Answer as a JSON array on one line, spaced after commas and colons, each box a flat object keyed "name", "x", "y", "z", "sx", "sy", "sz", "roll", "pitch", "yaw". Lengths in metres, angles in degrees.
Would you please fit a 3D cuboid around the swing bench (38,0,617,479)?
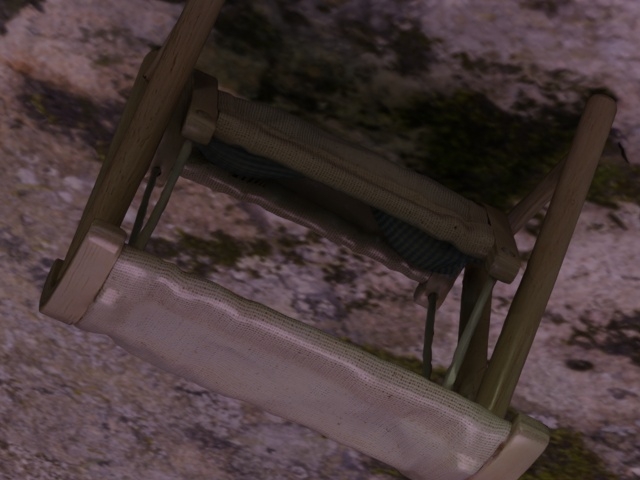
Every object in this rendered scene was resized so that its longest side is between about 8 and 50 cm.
[{"name": "swing bench", "x": 0.000, "y": 0.000, "z": 1.011, "sx": 0.253, "sy": 0.255, "sz": 0.165, "roll": 26, "pitch": 143, "yaw": -10}]
